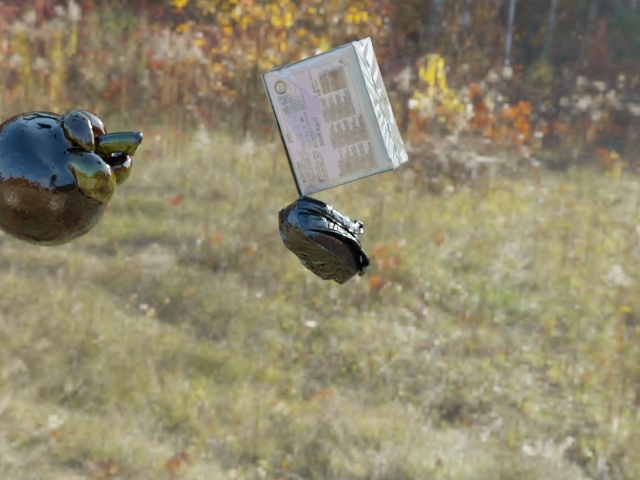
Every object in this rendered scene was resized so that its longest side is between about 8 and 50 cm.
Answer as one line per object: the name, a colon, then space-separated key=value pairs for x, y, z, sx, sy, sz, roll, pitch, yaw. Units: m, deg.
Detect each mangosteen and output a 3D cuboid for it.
mangosteen: x=-0.346 y=-0.094 z=1.550 sx=0.230 sy=0.194 sz=0.194 roll=-27 pitch=1 yaw=16

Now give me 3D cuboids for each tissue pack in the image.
tissue pack: x=0.023 y=-0.210 z=1.980 sx=0.185 sy=0.225 sz=0.124 roll=-15 pitch=8 yaw=21

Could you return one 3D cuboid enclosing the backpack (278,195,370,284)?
backpack: x=-0.001 y=-0.003 z=1.959 sx=0.165 sy=0.106 sz=0.120 roll=32 pitch=37 yaw=-32
